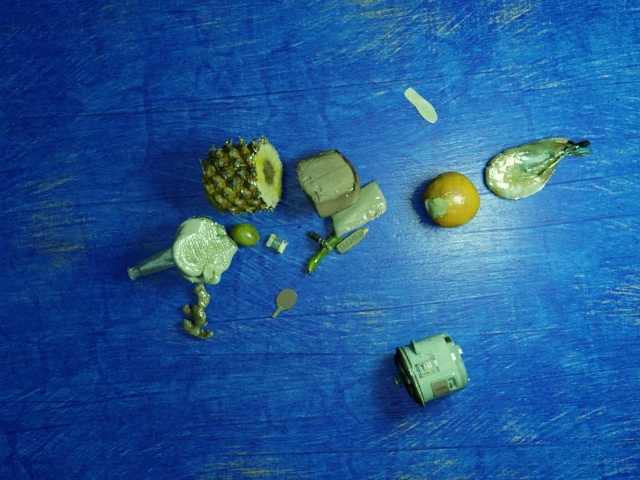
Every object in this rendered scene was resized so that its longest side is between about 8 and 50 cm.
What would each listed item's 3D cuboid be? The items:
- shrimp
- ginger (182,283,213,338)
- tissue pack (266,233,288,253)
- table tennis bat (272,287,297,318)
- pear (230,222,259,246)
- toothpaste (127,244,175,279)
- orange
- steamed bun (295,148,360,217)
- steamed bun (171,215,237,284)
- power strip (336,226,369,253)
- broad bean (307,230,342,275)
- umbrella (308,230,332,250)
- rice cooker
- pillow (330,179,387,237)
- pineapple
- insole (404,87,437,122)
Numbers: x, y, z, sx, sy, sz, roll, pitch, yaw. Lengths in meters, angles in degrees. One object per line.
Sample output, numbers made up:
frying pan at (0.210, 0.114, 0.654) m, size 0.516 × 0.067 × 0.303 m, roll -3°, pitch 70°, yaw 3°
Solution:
shrimp at (0.927, -0.319, 1.874) m, size 0.445 × 0.110 × 0.221 m, roll -21°, pitch 94°, yaw 8°
ginger at (-0.577, 0.328, 2.031) m, size 0.149 × 0.065 × 0.259 m, roll -6°, pitch 92°, yaw 7°
tissue pack at (-0.198, 0.015, 2.003) m, size 0.083 × 0.042 × 0.062 m, roll 30°, pitch 95°, yaw 5°
table tennis bat at (-0.171, 0.291, 2.018) m, size 0.087 × 0.013 × 0.156 m, roll 35°, pitch 92°, yaw 2°
pear at (-0.339, -0.025, 1.982) m, size 0.131 × 0.107 × 0.107 m, roll 25°, pitch 92°, yaw 9°
toothpaste at (-0.743, 0.097, 2.046) m, size 0.299 × 0.073 × 0.114 m, roll -23°, pitch 88°, yaw -2°
orange at (0.543, -0.168, 1.838) m, size 0.239 × 0.240 × 0.240 m, roll 0°, pitch 90°, yaw 5°
steamed bun at (0.038, -0.230, 1.898) m, size 0.251 × 0.199 × 0.301 m, roll -21°, pitch 55°, yaw -5°
steamed bun at (-0.540, 0.043, 1.950) m, size 0.268 × 0.207 × 0.280 m, roll 36°, pitch 68°, yaw -27°
power strip at (0.146, -0.004, 1.979) m, size 0.178 × 0.028 × 0.049 m, roll -37°, pitch 86°, yaw 4°
broad bean at (0.015, 0.047, 1.978) m, size 0.052 × 0.053 × 0.256 m, roll 39°, pitch 89°, yaw -28°
umbrella at (0.000, 0.000, 1.954) m, size 0.037 × 0.040 × 0.144 m, roll -31°, pitch 48°, yaw -25°
rice cooker at (0.446, 0.538, 1.838) m, size 0.316 × 0.264 × 0.317 m, roll -4°, pitch 116°, yaw -8°
pillow at (0.159, -0.143, 1.950) m, size 0.270 × 0.067 × 0.173 m, roll -26°, pitch 70°, yaw 5°
pineapple at (-0.336, -0.273, 1.875) m, size 0.300 × 0.352 × 0.353 m, roll 0°, pitch 90°, yaw 12°
insole at (0.449, -0.602, 1.957) m, size 0.063 × 0.010 × 0.192 m, roll -43°, pitch 87°, yaw 4°
